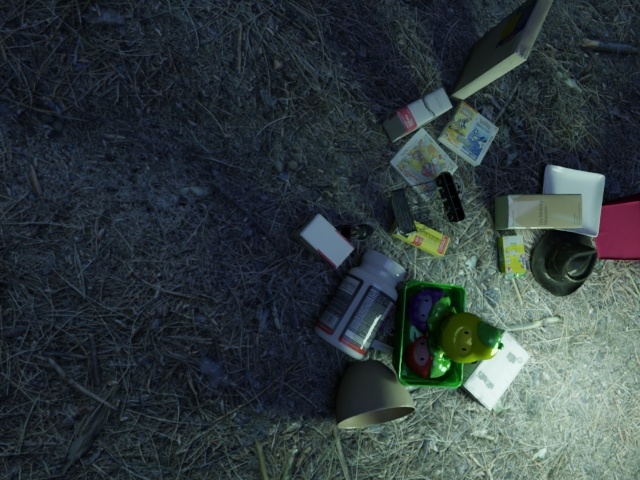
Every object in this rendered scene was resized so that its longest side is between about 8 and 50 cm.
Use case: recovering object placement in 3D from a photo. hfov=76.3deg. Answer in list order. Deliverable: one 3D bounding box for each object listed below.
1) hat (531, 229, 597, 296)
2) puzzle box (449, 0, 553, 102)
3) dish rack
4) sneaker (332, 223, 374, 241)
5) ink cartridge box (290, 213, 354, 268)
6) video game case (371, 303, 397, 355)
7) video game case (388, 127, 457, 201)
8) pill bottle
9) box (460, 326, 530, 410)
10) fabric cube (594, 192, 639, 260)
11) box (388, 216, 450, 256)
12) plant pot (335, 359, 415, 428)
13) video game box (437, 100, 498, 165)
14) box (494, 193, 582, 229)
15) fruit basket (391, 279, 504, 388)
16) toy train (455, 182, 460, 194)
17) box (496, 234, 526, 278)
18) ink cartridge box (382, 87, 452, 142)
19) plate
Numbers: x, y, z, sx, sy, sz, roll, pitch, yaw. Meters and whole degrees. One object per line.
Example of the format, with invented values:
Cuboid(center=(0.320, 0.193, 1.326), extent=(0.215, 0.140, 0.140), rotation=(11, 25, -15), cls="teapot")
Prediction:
Cuboid(center=(1.087, 0.086, 1.753), extent=(0.331, 0.134, 0.332), rotation=(0, 88, -12), cls="hat")
Cuboid(center=(0.659, -0.709, 1.528), extent=(0.052, 0.409, 0.272), rotation=(28, 84, -11), cls="puzzle box")
Cuboid(center=(0.409, -0.138, 1.582), extent=(0.271, 0.074, 0.208), rotation=(-16, 84, -19), cls="dish rack")
Cuboid(center=(0.123, -0.029, 1.557), extent=(0.178, 0.077, 0.072), rotation=(-6, 91, -14), cls="sneaker")
Cuboid(center=(0.000, 0.000, 1.447), extent=(0.172, 0.237, 0.100), rotation=(44, 83, -9), cls="ink cartridge box")
Cuboid(center=(0.313, 0.342, 1.612), extent=(0.210, 0.042, 0.232), rotation=(25, 83, -12), cls="video game case")
Cuboid(center=(0.419, -0.308, 1.658), extent=(0.227, 0.026, 0.206), rotation=(45, 80, -9), cls="video game case")
Cuboid(center=(0.152, 0.228, 1.491), extent=(0.210, 0.210, 0.363), rotation=(34, 82, -10), cls="pill bottle")
Cuboid(center=(0.702, 0.522, 1.676), extent=(0.169, 0.087, 0.290), rotation=(42, 80, -9), cls="box")
Cuboid(center=(1.386, -0.066, 1.765), extent=(0.258, 0.254, 0.259), rotation=(-13, 92, -11), cls="fabric cube")
Cuboid(center=(0.395, -0.018, 1.630), extent=(0.232, 0.058, 0.087), rotation=(26, 81, -12), cls="box")
Cuboid(center=(0.180, 0.549, 1.485), extent=(0.283, 0.284, 0.191), rotation=(-4, 56, -13), cls="plant pot")
Cuboid(center=(0.617, -0.443, 1.698), extent=(0.205, 0.048, 0.187), rotation=(32, 80, -11), cls="video game box")
Cuboid(center=(0.898, -0.118, 1.691), extent=(0.310, 0.121, 0.148), rotation=(-2, 90, -3), cls="box")
Cuboid(center=(0.422, 0.331, 1.423), extent=(0.282, 0.392, 0.393), rotation=(7, 87, -13), cls="fruit basket")
Cuboid(center=(0.561, -0.159, 1.689), extent=(0.036, 0.027, 0.159), rotation=(0, 89, -2), cls="toy train")
Cuboid(center=(0.814, 0.070, 1.735), extent=(0.105, 0.043, 0.179), rotation=(-4, 87, -14), cls="box")
Cuboid(center=(0.372, -0.485, 1.583), extent=(0.217, 0.158, 0.092), rotation=(-32, 94, -12), cls="ink cartridge box")
Cuboid(center=(1.090, -0.173, 1.787), extent=(0.277, 0.045, 0.278), rotation=(10, 87, -4), cls="plate")
